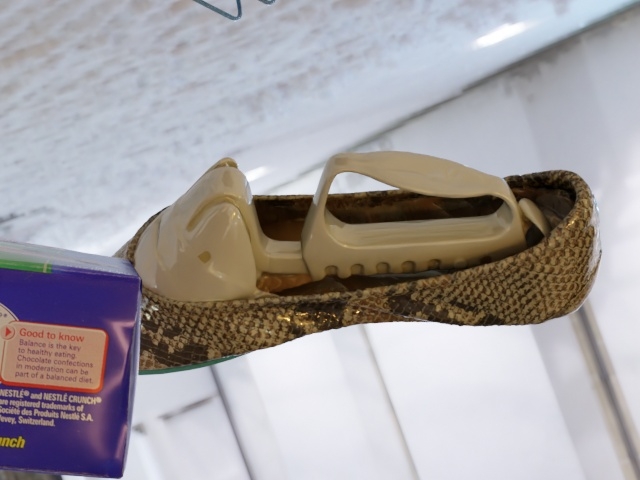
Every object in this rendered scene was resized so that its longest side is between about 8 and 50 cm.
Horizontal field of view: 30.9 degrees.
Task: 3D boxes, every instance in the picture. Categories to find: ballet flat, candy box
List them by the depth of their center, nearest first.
[{"bbox_3d":[-0.254,0.055,0.746,0.268,0.122,0.317,7,179,-11],"label":"candy box"},{"bbox_3d":[0.000,0.000,0.987,0.482,0.164,0.182,-6,138,2],"label":"ballet flat"}]

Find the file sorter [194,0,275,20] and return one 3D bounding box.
[{"bbox_3d":[-0.043,-0.280,1.018,0.170,0.104,0.118,-19,164,27],"label":"file sorter"}]
